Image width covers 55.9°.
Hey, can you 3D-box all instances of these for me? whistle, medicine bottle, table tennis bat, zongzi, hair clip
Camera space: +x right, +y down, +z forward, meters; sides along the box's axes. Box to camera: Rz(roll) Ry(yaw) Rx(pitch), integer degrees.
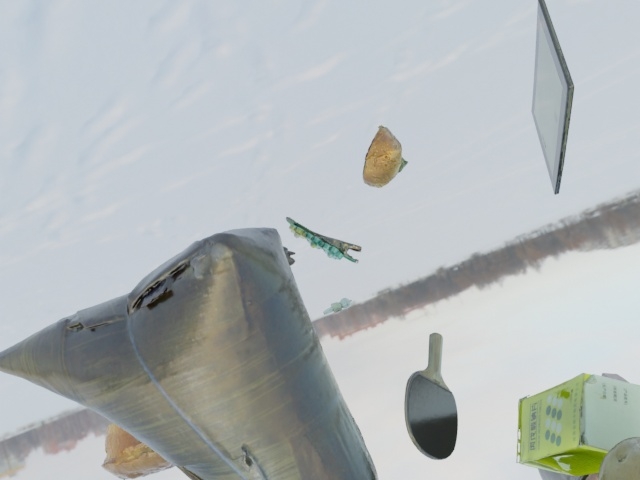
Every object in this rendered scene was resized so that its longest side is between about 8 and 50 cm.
[{"bbox_3d":[0.055,0.211,1.927,0.100,0.035,0.035,-25,174,-7],"label":"whistle"},{"bbox_3d":[0.488,0.352,1.139,0.141,0.137,0.250,13,152,-4],"label":"medicine bottle"},{"bbox_3d":[0.210,0.282,1.125,0.138,0.246,0.022,34,136,-26],"label":"table tennis bat"},{"bbox_3d":[-0.175,0.235,0.750,0.432,0.403,0.208,-24,-178,13],"label":"zongzi"},{"bbox_3d":[0.000,0.000,1.190,0.049,0.173,0.049,-57,163,-28],"label":"hair clip"}]

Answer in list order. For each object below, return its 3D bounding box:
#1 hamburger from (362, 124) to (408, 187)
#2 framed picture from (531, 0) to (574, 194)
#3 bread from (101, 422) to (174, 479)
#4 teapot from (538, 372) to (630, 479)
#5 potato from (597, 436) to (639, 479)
[{"bbox_3d":[0.175,-0.213,1.629,0.087,0.102,0.176,-16,130,-44],"label":"hamburger"},{"bbox_3d":[0.494,-0.301,1.303,0.016,0.265,0.347,-9,146,11],"label":"framed picture"},{"bbox_3d":[-0.312,0.395,1.223,0.260,0.129,0.134,-12,163,-24],"label":"bread"},{"bbox_3d":[0.668,0.499,1.363,0.305,0.376,0.362,3,-177,10],"label":"teapot"},{"bbox_3d":[0.448,0.379,0.825,0.157,0.194,0.157,20,-176,-1],"label":"potato"}]
